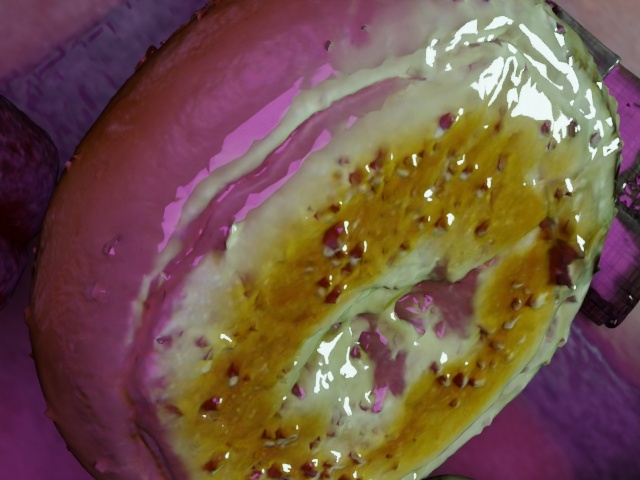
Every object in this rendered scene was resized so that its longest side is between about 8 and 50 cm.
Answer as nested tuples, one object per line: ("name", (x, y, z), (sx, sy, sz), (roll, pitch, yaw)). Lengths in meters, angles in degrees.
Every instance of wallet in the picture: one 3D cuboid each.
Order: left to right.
("wallet", (0.110, -0.067, 0.828), (0.230, 0.042, 0.124), (39, 87, 0))

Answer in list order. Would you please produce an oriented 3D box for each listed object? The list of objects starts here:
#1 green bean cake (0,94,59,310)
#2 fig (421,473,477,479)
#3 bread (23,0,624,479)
("green bean cake", (-0.246, -0.003, 0.702), (0.232, 0.097, 0.199), (13, 75, 29))
("fig", (0.061, 0.194, 0.732), (0.126, 0.185, 0.133), (-14, 95, 20))
("bread", (0.000, 0.000, 0.711), (0.305, 0.159, 0.306), (-19, 128, -26))
